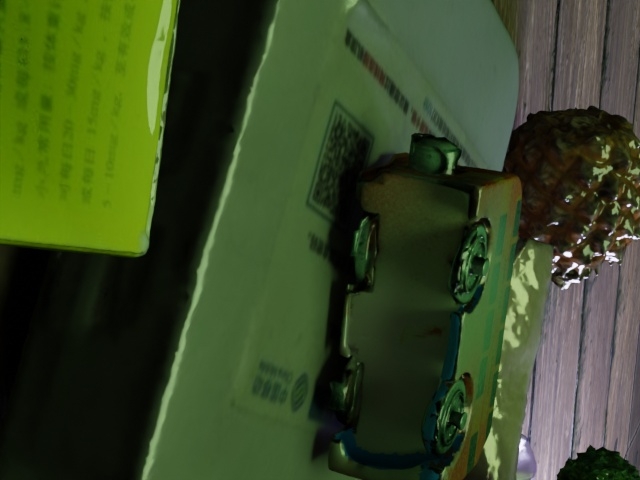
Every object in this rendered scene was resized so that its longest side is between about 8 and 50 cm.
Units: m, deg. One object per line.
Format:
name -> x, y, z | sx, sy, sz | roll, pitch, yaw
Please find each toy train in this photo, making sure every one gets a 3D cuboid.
toy train -> 0.057, 0.038, 0.600 | 0.099, 0.072, 0.188 | -14, 113, -61

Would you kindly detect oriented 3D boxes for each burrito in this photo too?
burrito -> 0.106, 0.133, 0.957 | 0.143, 0.105, 0.299 | 19, 81, -41

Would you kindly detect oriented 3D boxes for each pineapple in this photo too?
pineapple -> 0.258, -0.037, 1.170 | 0.166, 0.166, 0.193 | -39, 136, -55

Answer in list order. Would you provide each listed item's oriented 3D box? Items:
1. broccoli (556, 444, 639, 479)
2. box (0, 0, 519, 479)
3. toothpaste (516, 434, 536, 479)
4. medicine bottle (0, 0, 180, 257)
broccoli -> 0.159, 0.298, 0.817 | 0.308, 0.275, 0.308 | 22, 90, -85
box -> -0.001, 0.000, 0.676 | 0.396, 0.111, 0.397 | 35, 67, -63
toothpaste -> 0.192, 0.226, 1.248 | 0.301, 0.048, 0.075 | 48, 48, -60
medicine bottle -> -0.153, -0.071, 0.286 | 0.250, 0.137, 0.141 | 7, 92, -66
